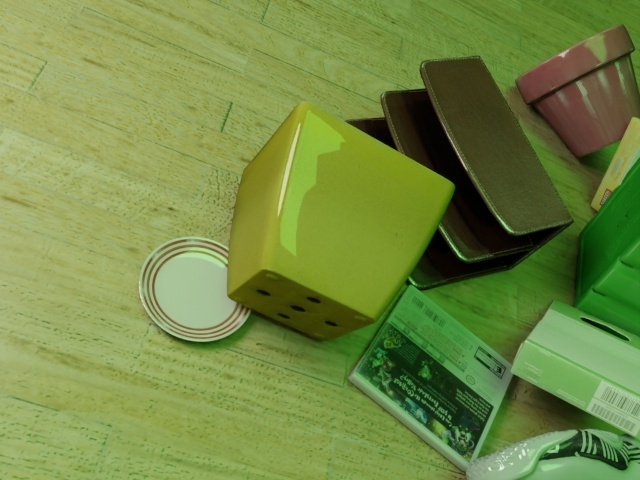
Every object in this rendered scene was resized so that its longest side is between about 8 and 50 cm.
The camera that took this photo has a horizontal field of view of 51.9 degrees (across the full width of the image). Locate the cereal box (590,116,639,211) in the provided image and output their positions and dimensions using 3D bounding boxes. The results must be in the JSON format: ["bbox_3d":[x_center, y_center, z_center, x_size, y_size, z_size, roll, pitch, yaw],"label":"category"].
[{"bbox_3d":[0.614,-0.116,1.162,0.240,0.172,0.047,3,28,-23],"label":"cereal box"}]

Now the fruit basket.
[{"bbox_3d":[0.612,0.010,0.961,0.392,0.392,0.282,26,54,-8],"label":"fruit basket"}]

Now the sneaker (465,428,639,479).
[{"bbox_3d":[0.351,0.346,0.784,0.366,0.137,0.210,9,56,-24],"label":"sneaker"}]

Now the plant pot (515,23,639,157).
[{"bbox_3d":[0.482,-0.258,1.182,0.201,0.201,0.180,-28,91,-34],"label":"plant pot"}]

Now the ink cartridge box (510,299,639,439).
[{"bbox_3d":[0.372,0.164,0.902,0.171,0.056,0.235,26,18,22],"label":"ink cartridge box"}]

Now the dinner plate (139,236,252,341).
[{"bbox_3d":[-0.150,0.059,0.803,0.141,0.017,0.141,12,58,-19],"label":"dinner plate"}]

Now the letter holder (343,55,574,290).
[{"bbox_3d":[0.182,-0.103,0.969,0.215,0.152,0.301,-11,67,-27],"label":"letter holder"}]

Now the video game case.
[{"bbox_3d":[0.153,0.176,0.869,0.190,0.022,0.173,39,53,0],"label":"video game case"}]

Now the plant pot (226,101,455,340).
[{"bbox_3d":[0.000,0.000,0.790,0.212,0.212,0.187,27,63,-15],"label":"plant pot"}]
